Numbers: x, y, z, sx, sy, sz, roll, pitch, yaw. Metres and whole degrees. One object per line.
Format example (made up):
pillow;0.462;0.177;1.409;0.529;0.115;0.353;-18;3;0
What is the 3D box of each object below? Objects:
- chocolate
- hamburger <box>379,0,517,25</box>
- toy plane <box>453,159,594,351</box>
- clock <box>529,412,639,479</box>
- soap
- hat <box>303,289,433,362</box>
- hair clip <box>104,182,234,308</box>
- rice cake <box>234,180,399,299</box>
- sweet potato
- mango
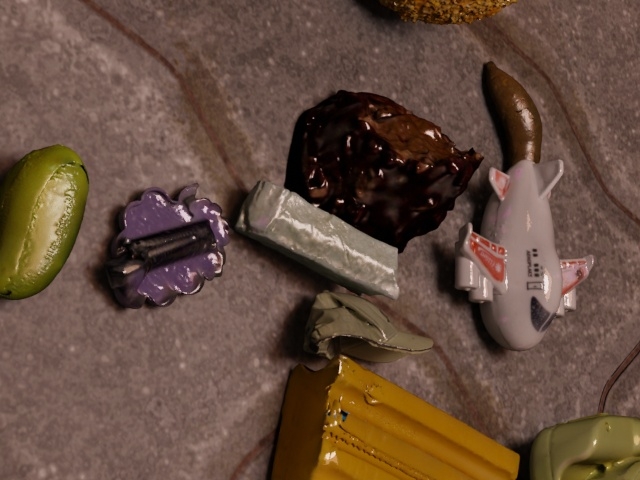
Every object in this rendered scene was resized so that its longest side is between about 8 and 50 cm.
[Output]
chocolate;0.098;-0.094;1.877;0.224;0.177;0.206;-32;101;-47
hamburger;0.155;-0.399;1.953;0.276;0.294;0.179;51;27;-25
toy plane;0.263;0.018;2.052;0.252;0.118;0.252;6;81;-43
clock;0.395;0.402;2.033;0.286;0.117;0.348;12;64;-55
soap;0.085;0.283;1.810;0.324;0.096;0.204;33;56;-34
hat;0.053;0.103;1.812;0.166;0.122;0.081;11;78;-20
hair clip;-0.157;0.002;1.683;0.195;0.052;0.124;-26;103;-51
rice cake;0.000;0.000;1.799;0.206;0.063;0.069;26;75;-22
sweet potato;0.272;-0.126;2.150;0.069;0.059;0.249;-6;86;-26
mango;-0.282;-0.018;1.547;0.091;0.074;0.165;39;65;-37
